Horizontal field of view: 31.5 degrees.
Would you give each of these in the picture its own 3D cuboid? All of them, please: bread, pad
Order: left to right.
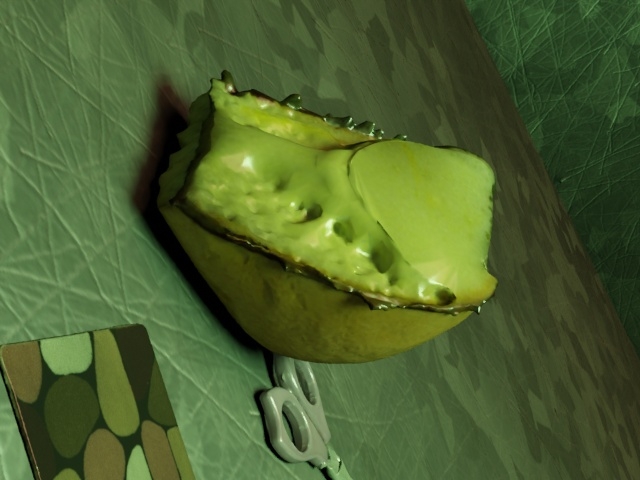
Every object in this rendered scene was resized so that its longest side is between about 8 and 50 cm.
[{"bbox_3d":[-0.104,0.163,0.652,0.158,0.003,0.235,-2,72,-69],"label":"pad"},{"bbox_3d":[0.000,0.000,0.870,0.262,0.162,0.204,19,37,-8],"label":"bread"}]

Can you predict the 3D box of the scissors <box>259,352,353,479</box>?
[{"bbox_3d":[0.011,0.179,0.916,0.212,0.021,0.110,58,24,-26],"label":"scissors"}]
